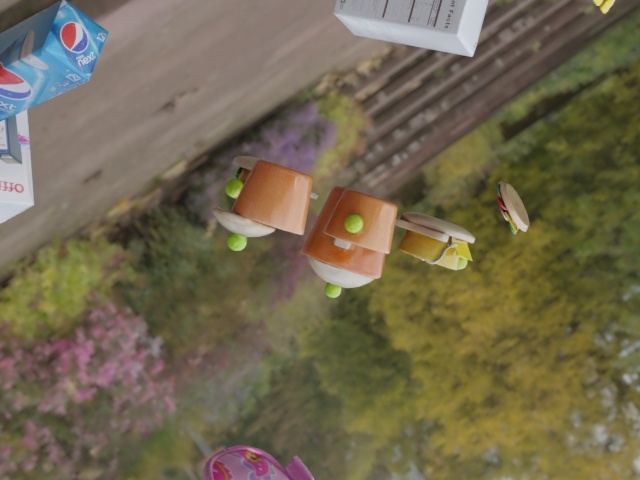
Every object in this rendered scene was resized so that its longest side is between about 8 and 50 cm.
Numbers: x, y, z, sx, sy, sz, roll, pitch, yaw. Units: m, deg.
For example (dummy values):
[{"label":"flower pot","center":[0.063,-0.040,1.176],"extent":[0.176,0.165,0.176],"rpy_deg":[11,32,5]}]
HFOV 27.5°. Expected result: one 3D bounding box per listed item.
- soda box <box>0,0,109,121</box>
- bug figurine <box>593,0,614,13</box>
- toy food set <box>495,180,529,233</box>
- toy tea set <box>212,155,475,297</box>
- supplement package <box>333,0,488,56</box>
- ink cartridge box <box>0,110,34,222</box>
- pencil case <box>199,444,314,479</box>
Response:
[{"label":"soda box","center":[-0.335,-0.201,1.492],"extent":[0.210,0.067,0.071],"rpy_deg":[-14,-129,46]},{"label":"bug figurine","center":[0.286,-0.291,1.010],"extent":[0.279,0.072,0.216],"rpy_deg":[-52,147,3]},{"label":"toy food set","center":[0.282,-0.050,1.928],"extent":[0.020,0.083,0.082],"rpy_deg":[-27,-177,21]},{"label":"toy tea set","center":[0.000,0.000,1.390],"extent":[0.200,0.336,0.124],"rpy_deg":[21,-86,46]},{"label":"supplement package","center":[0.126,-0.325,1.769],"extent":[0.105,0.179,0.105],"rpy_deg":[27,78,-71]},{"label":"ink cartridge box","center":[-0.460,-0.138,1.676],"extent":[0.154,0.212,0.093],"rpy_deg":[8,159,-43]},{"label":"pencil case","center":[-0.116,0.316,1.228],"extent":[0.284,0.124,0.124],"rpy_deg":[-54,175,25]}]
